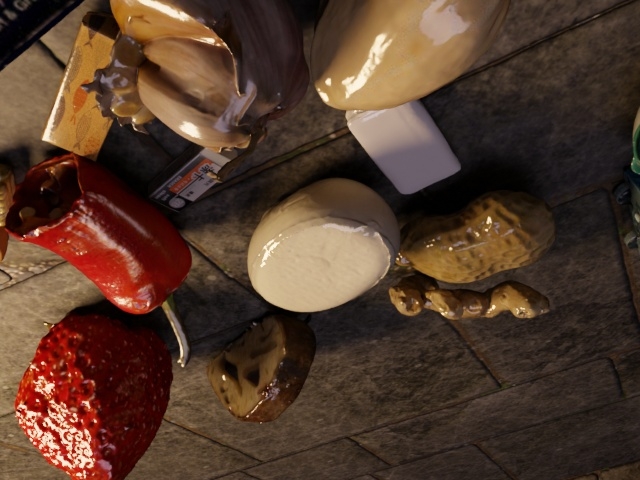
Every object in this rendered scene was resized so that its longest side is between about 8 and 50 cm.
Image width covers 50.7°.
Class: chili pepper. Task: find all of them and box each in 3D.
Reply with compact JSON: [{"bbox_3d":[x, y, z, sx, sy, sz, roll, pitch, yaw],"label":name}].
[{"bbox_3d":[-0.242,0.023,0.894,0.135,0.131,0.338,-33,137,6],"label":"chili pepper"}]

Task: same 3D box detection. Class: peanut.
[{"bbox_3d":[0.221,-0.003,0.978,0.233,0.110,0.197,-21,159,18],"label":"peanut"}]

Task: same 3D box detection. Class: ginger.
[{"bbox_3d":[0.215,0.094,1.037,0.149,0.065,0.259,-11,-168,-41],"label":"ginger"}]

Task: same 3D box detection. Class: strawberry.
[{"bbox_3d":[-0.356,0.265,1.084,0.257,0.276,0.257,-8,147,-5],"label":"strawberry"}]

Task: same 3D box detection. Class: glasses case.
[{"bbox_3d":[-0.243,-0.162,0.721,0.065,0.041,0.170,23,135,-21],"label":"glasses case"}]

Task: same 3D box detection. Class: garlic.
[{"bbox_3d":[-0.122,-0.134,0.616,0.207,0.256,0.207,6,148,4],"label":"garlic"}]

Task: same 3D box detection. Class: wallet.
[{"bbox_3d":[0.105,-0.126,0.858,0.095,0.033,0.190,-27,142,20],"label":"wallet"}]

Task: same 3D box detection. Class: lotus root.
[{"bbox_3d":[-0.109,0.235,1.200,0.074,0.170,0.261,19,131,-39],"label":"lotus root"}]

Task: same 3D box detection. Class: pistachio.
[{"bbox_3d":[0.079,-0.214,0.634,0.157,0.157,0.229,20,139,-34],"label":"pistachio"}]

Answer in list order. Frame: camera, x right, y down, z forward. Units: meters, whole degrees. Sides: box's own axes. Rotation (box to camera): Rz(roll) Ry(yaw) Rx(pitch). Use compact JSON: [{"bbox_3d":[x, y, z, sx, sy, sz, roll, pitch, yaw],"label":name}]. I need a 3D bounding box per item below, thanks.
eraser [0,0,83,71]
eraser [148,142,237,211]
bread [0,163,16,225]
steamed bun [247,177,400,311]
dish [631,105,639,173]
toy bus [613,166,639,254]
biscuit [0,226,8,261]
[{"bbox_3d":[-0.304,-0.230,0.561,0.332,0.101,0.155,-28,139,23],"label":"eraser"},{"bbox_3d":[-0.163,-0.083,0.856,0.122,0.029,0.052,-35,137,30],"label":"eraser"},{"bbox_3d":[-0.392,-0.057,0.822,0.034,0.049,0.088,9,143,-12],"label":"bread"},{"bbox_3d":[0.000,0.000,0.921,0.177,0.130,0.228,27,133,-26],"label":"steamed bun"},{"bbox_3d":[0.491,-0.171,0.845,0.246,0.078,0.224,11,140,-24],"label":"dish"},{"bbox_3d":[0.544,-0.024,1.030,0.134,0.113,0.246,-27,139,14],"label":"toy bus"},{"bbox_3d":[-0.591,-0.004,0.842,0.351,0.057,0.312,-31,139,25],"label":"biscuit"}]
